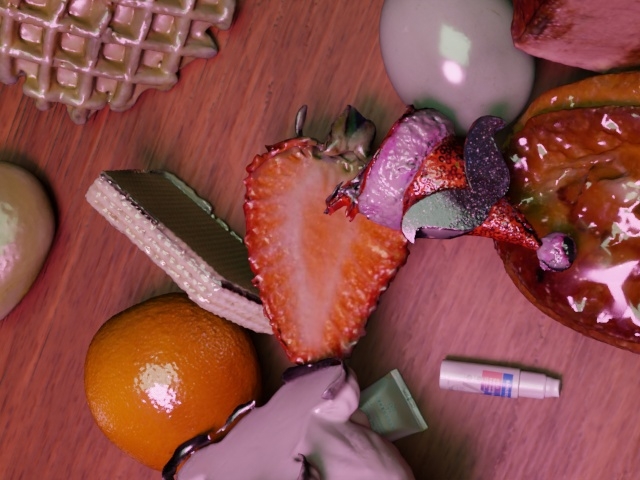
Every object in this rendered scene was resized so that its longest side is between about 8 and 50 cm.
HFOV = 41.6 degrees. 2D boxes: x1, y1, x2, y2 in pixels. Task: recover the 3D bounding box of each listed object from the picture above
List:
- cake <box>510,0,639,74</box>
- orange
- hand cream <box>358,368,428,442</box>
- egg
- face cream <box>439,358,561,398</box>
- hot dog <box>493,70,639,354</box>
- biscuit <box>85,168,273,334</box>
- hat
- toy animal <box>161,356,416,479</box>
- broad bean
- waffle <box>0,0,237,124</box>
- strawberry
[{"bbox_3d":[0.280,-0.262,0.766,0.292,0.199,0.196,9,77,-9],"label":"cake"},{"bbox_3d":[-0.159,0.157,0.934,0.205,0.206,0.206,0,90,14],"label":"orange"},{"bbox_3d":[0.029,0.220,0.962,0.174,0.047,0.076,-29,82,4],"label":"hand cream"},{"bbox_3d":[0.140,-0.198,0.877,0.149,0.149,0.192,-35,88,11],"label":"egg"},{"bbox_3d":[0.197,0.154,0.921,0.130,0.034,0.034,5,91,13],"label":"face cream"},{"bbox_3d":[0.352,-0.024,0.808,0.387,0.174,0.267,13,108,14],"label":"hot dog"},{"bbox_3d":[-0.133,0.014,0.946,0.252,0.150,0.052,40,106,10],"label":"biscuit"},{"bbox_3d":[0.135,-0.031,0.803,0.227,0.129,0.140,33,59,19],"label":"hat"},{"bbox_3d":[0.043,0.301,0.841,0.257,0.194,0.357,-14,124,46],"label":"toy animal"},{"bbox_3d":[-0.445,0.018,1.041,0.189,0.121,0.263,44,98,7],"label":"broad bean"},{"bbox_3d":[-0.260,-0.281,0.950,0.309,0.056,0.292,-25,123,6],"label":"waffle"},{"bbox_3d":[0.000,0.000,0.914,0.188,0.106,0.286,11,75,-6],"label":"strawberry"}]
